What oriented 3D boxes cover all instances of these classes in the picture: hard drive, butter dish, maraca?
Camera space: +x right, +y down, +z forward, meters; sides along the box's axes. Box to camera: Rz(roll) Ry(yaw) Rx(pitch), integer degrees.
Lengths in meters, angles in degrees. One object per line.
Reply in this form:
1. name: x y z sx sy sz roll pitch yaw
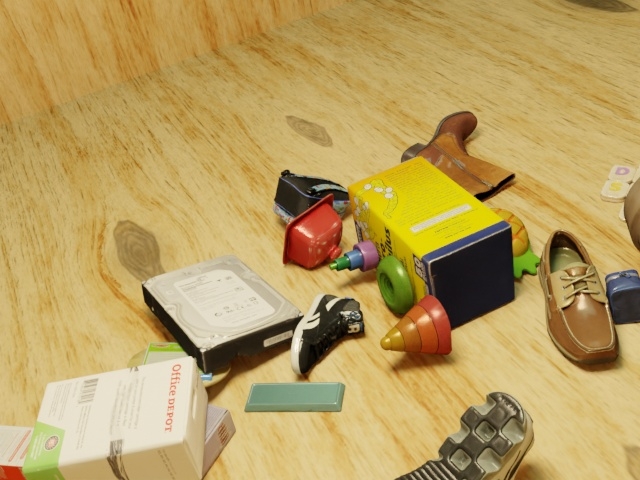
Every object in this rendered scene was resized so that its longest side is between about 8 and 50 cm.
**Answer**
1. hard drive: -0.216 0.142 1.637 0.236 0.064 0.339 -17 29 -27
2. butter dish: 0.000 0.000 1.767 0.160 0.160 0.118 -36 64 -29
3. maraca: 0.402 0.004 1.654 0.127 0.099 0.186 -13 55 -20

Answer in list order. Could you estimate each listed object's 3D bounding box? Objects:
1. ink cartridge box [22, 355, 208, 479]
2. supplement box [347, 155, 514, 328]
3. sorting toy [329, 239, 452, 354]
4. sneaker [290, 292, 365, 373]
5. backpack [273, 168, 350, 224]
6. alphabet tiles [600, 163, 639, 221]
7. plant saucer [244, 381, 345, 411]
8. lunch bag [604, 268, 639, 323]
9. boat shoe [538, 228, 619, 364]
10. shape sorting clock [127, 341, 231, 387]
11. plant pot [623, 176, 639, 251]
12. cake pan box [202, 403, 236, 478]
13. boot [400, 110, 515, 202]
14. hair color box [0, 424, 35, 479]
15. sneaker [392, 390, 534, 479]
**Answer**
1. ink cartridge box: -0.341 0.326 1.311 0.272 0.115 0.198 -11 36 3
2. supplement box: 0.230 -0.001 1.627 0.195 0.194 0.356 -23 36 -13
3. sorting toy: 0.120 0.120 1.543 0.126 0.127 0.365 -18 36 -18
4. sneaker: 0.024 0.184 1.536 0.121 0.079 0.217 2 37 20
5. backpack: -0.012 -0.098 1.908 0.173 0.117 0.158 1 24 -38
6. alphabet tiles: 0.805 -0.117 1.754 0.284 0.021 0.278 11 41 31
7. plant saucer: -0.051 0.298 1.457 0.192 0.018 0.067 -4 36 14
8. lunch bag: 0.582 0.101 1.454 0.067 0.098 0.065 -11 32 12
9. boat shoe: 0.486 0.098 1.470 0.122 0.120 0.324 -10 35 5
10. shape sorting clock: -0.284 0.254 1.532 0.206 0.040 0.206 2 22 -1
11. plant pot: 0.743 0.025 1.372 0.323 0.323 0.280 -5 52 11
12. cake pan box: -0.323 0.390 1.374 0.245 0.070 0.267 6 39 28
13. boot: 0.389 -0.223 1.970 0.264 0.096 0.280 -31 40 -24
14. hair color box: -0.567 0.405 1.443 0.167 0.053 0.093 -2 35 18
15. sneaker: 0.210 0.390 1.172 0.330 0.146 0.122 -42 46 2
